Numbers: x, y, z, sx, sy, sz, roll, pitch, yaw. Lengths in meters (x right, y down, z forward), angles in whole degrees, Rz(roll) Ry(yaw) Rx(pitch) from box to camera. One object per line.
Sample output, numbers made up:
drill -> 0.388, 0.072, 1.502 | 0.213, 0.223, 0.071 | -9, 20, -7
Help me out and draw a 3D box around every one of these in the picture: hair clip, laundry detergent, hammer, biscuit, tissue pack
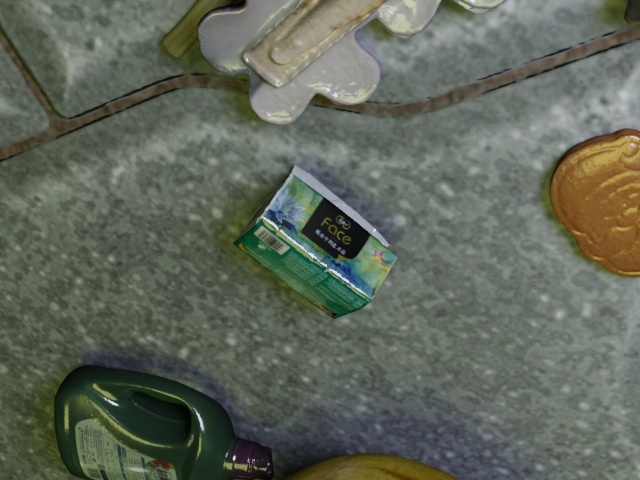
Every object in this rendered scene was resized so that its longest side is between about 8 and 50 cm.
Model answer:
hair clip -> 0.026, -0.171, 0.651 | 0.146, 0.075, 0.257 | 36, 134, -29
laundry detergent -> -0.152, 0.197, 0.943 | 0.222, 0.078, 0.144 | 6, 120, 14
hammer -> -0.051, -0.199, 0.689 | 0.062, 0.013, 0.199 | 43, 124, -13
biscuit -> 0.234, -0.023, 0.711 | 0.130, 0.019, 0.102 | 44, 125, -14
tissue pack -> 0.000, -0.001, 0.770 | 0.111, 0.079, 0.085 | 37, 157, -8

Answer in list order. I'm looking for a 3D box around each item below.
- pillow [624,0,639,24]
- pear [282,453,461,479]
pillow -> 0.303, -0.217, 0.541 | 0.208, 0.052, 0.212 | 8, 127, 9
pear -> 0.049, 0.341, 0.844 | 0.314, 0.314, 0.314 | 8, 124, 12
